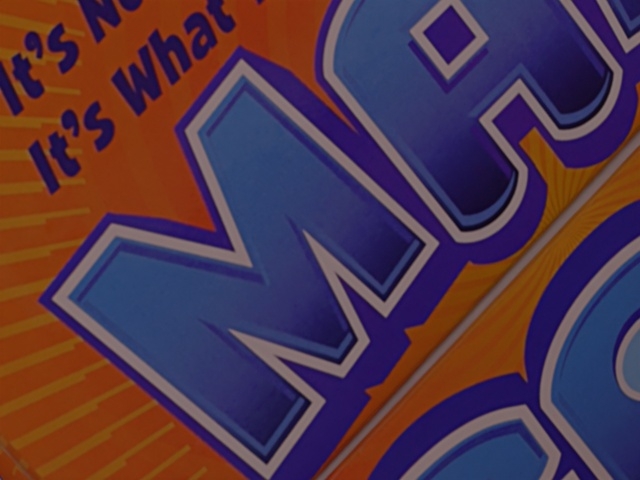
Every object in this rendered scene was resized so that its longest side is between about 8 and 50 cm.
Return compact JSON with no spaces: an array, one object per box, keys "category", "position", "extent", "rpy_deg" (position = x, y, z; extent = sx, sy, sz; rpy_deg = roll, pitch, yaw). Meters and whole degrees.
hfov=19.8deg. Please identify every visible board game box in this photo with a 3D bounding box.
[{"category":"board game box","position":[0.000,0.000,0.742],"extent":[0.356,0.356,0.356],"rpy_deg":[-46,18,-19]}]
